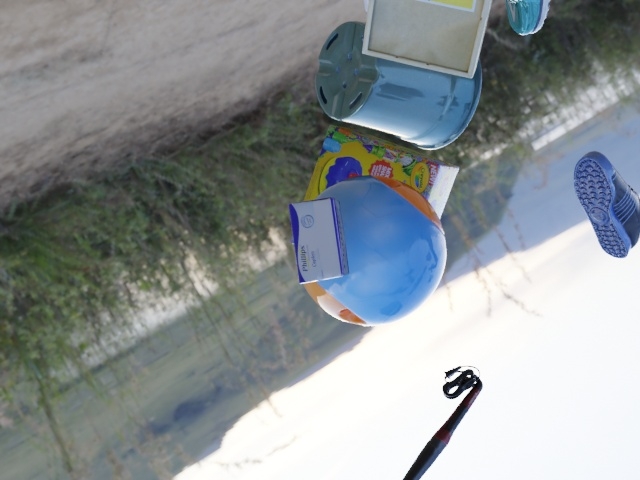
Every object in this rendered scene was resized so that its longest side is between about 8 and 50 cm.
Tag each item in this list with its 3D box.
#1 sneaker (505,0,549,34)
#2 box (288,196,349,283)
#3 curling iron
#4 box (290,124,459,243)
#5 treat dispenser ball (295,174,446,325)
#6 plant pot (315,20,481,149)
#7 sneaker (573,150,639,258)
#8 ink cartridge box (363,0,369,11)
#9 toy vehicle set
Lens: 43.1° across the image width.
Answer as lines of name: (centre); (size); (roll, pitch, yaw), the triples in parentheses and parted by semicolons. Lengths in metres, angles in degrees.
sneaker: (0.324, -0.471, 1.413); (0.110, 0.107, 0.275); (-37, 135, -8)
box: (0.000, 0.000, 1.291); (0.072, 0.126, 0.137); (-8, 179, 6)
curling iron: (0.190, 0.330, 1.367); (0.274, 0.068, 0.035); (-59, 153, -11)
box: (0.126, -0.082, 1.870); (0.177, 0.279, 0.290); (-7, 117, -66)
treat dispenser ball: (0.094, 0.019, 1.546); (0.288, 0.288, 0.288); (-30, 176, -2)
plant pot: (0.190, -0.426, 2.154); (0.334, 0.341, 0.341); (1, 156, -38)
sneaker: (0.533, -0.079, 1.481); (0.081, 0.232, 0.090); (12, -131, 47)
ink cartridge box: (0.183, -0.618, 1.641); (0.226, 0.131, 0.306); (-53, 157, -12)
toy vehicle set: (0.155, -0.361, 1.094); (0.035, 0.166, 0.267); (-61, 164, -48)
